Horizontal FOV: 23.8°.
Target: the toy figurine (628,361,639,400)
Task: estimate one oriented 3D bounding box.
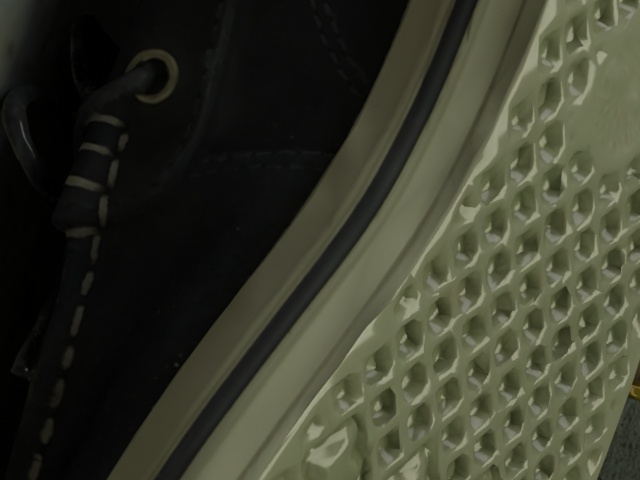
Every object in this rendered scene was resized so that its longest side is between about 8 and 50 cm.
[{"bbox_3d":[0.207,-0.001,1.143,0.209,0.213,0.148,-52,165,-55],"label":"toy figurine"}]

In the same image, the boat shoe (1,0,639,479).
[{"bbox_3d":[0.000,0.000,0.457,0.187,0.156,0.500,32,79,-51],"label":"boat shoe"}]

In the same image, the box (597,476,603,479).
[{"bbox_3d":[0.007,0.199,0.576,0.165,0.143,0.270,40,60,-55],"label":"box"}]
